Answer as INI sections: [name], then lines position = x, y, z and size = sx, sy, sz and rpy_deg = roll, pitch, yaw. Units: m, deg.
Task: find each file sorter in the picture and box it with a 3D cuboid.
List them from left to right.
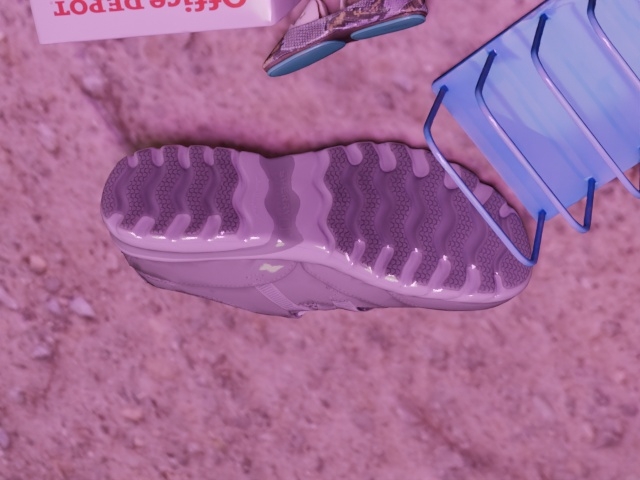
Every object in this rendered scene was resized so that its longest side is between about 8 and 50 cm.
[file sorter]
position = 0.160, -0.081, 0.796
size = 0.170, 0.104, 0.118
rpy_deg = -35, 102, 26

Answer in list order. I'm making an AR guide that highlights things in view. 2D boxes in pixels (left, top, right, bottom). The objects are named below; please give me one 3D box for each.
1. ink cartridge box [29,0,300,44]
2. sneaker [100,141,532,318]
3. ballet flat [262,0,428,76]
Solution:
[ink cartridge box]
position = -0.103, -0.234, 0.796
size = 0.160, 0.092, 0.219
rpy_deg = -3, 113, 15
[sneaker]
position = 0.000, 0.000, 0.897
size = 0.281, 0.105, 0.115
rpy_deg = 9, 150, 5
[ballet flat]
position = 0.012, -0.139, 0.848
size = 0.114, 0.041, 0.041
rpy_deg = -18, 109, 21
